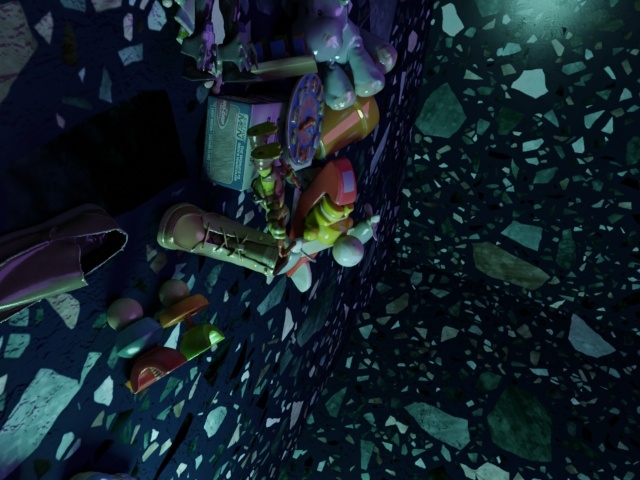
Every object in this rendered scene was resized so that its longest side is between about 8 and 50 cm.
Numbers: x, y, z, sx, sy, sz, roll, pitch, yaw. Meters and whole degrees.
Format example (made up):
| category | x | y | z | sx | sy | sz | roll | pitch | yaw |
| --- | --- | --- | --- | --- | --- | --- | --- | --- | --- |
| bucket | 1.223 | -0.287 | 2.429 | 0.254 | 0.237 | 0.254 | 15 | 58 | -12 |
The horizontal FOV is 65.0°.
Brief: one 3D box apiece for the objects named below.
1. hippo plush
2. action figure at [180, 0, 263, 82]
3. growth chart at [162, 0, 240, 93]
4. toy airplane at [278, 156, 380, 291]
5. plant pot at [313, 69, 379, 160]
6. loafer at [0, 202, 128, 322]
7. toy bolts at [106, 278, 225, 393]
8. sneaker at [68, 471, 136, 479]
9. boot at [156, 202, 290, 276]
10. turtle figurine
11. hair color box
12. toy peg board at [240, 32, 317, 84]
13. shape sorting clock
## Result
| category | x | y | z | sx | sy | sz | roll | pitch | yaw |
| --- | --- | --- | --- | --- | --- | --- | --- | --- | --- |
| hippo plush | 0.052 | -0.479 | 1.171 | 0.236 | 0.234 | 0.295 | 37 | 69 | -71 |
| action figure | -0.158 | -0.395 | 0.780 | 0.185 | 0.099 | 0.285 | -14 | 111 | -39 |
| growth chart | -0.196 | -0.383 | 0.879 | 0.237 | 0.021 | 0.172 | 63 | 48 | -67 |
| toy airplane | 0.000 | 0.000 | 1.414 | 0.386 | 0.272 | 0.384 | -48 | 150 | -9 |
| plant pot | 0.023 | -0.324 | 1.362 | 0.188 | 0.205 | 0.205 | -47 | 155 | -20 |
| loafer | -0.360 | 0.028 | 0.672 | 0.251 | 0.087 | 0.095 | -52 | 154 | -48 |
| toy bolts | -0.326 | 0.181 | 0.949 | 0.218 | 0.159 | 0.228 | -32 | 176 | 7 |
| sneaker | -0.417 | 0.508 | 0.994 | 0.237 | 0.086 | 0.085 | 75 | 35 | -63 |
| boot | -0.181 | 0.005 | 1.003 | 0.262 | 0.203 | 0.095 | 22 | 88 | -74 |
| turtle figurine | -0.097 | -0.119 | 0.991 | 0.217 | 0.087 | 0.270 | 82 | 9 | -47 |
| hair color box | -0.119 | -0.235 | 1.121 | 0.347 | 0.105 | 0.174 | -37 | 141 | -62 |
| toy peg board | -0.092 | -0.360 | 0.969 | 0.161 | 0.161 | 0.079 | -82 | 163 | -79 |
| shape sorting clock | -0.029 | -0.268 | 1.122 | 0.206 | 0.040 | 0.206 | 17 | 90 | -73 |
